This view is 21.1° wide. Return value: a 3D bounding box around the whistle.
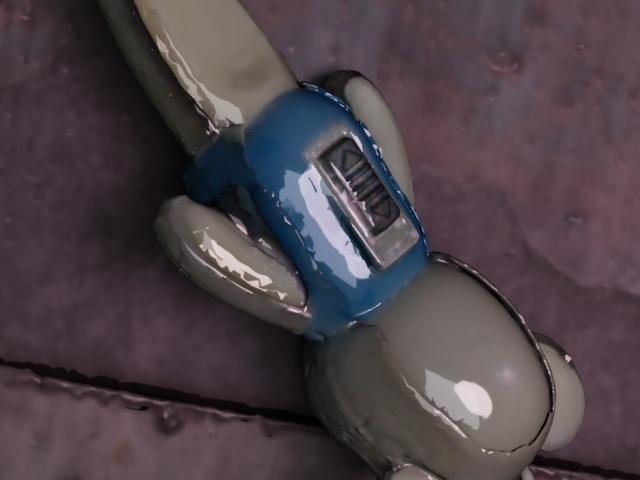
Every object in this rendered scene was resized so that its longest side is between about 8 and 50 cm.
[{"bbox_3d":[0.000,0.000,0.585,0.114,0.077,0.235,-41,97,-37],"label":"whistle"}]
